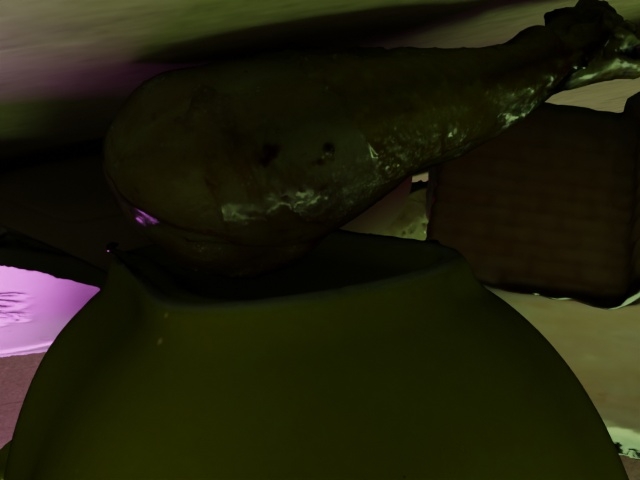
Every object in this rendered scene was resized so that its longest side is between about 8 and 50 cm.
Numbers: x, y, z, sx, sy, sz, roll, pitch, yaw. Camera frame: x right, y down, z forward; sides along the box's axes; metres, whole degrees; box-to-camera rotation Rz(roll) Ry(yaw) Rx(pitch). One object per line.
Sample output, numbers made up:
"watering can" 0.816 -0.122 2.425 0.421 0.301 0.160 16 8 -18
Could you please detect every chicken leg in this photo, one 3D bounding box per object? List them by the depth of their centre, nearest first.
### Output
"chicken leg" 0.019 -0.040 0.356 0.178 0.070 0.093 -21 180 -4

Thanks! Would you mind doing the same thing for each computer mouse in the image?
"computer mouse" -0.067 -0.006 0.548 0.236 0.082 0.145 -12 180 -24

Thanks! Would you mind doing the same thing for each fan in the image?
"fan" -0.288 0.032 0.456 0.414 0.012 0.233 -1 163 -11

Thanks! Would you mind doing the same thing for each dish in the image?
"dish" -0.017 0.054 0.405 0.221 0.108 0.262 -9 -169 -26

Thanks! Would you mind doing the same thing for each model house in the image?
"model house" 0.139 -0.006 0.531 0.182 0.172 0.166 7 147 7

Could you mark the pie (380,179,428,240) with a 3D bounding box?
"pie" 0.000 -0.001 1.038 0.339 0.077 0.339 -12 -174 1
